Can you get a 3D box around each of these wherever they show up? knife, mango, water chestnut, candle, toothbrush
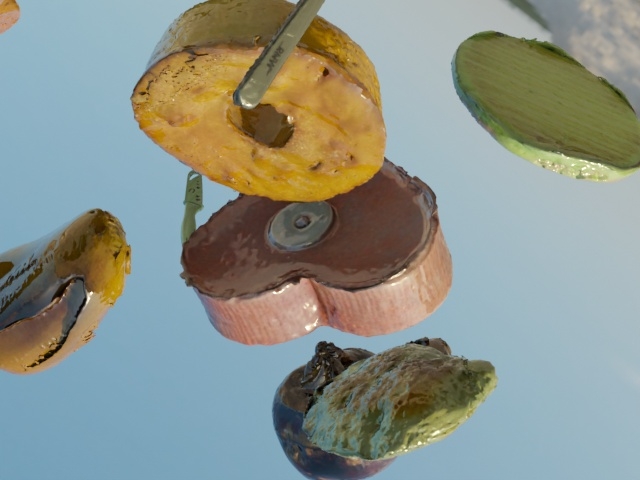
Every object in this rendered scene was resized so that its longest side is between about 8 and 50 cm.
[{"bbox_3d":[-0.181,-0.045,1.852,0.030,0.014,0.207,0,-144,-3],"label":"knife"},{"bbox_3d":[-0.317,0.058,1.529,0.156,0.249,0.151,53,-153,15],"label":"mango"},{"bbox_3d":[0.031,0.262,2.016,0.223,0.224,0.238,-123,13,-54],"label":"water chestnut"},{"bbox_3d":[0.000,0.000,1.601,0.131,0.317,0.287,69,-162,-46],"label":"candle"},{"bbox_3d":[0.005,-0.238,1.194,0.031,0.297,0.030,20,160,38],"label":"toothbrush"}]

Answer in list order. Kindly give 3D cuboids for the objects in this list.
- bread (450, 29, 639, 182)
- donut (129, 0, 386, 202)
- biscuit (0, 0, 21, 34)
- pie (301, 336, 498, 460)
[{"bbox_3d":[0.304,-0.183,1.753,0.301,0.045,0.301,18,-141,-15],"label":"bread"},{"bbox_3d":[-0.059,-0.158,1.409,0.278,0.277,0.108,30,-125,-30],"label":"donut"},{"bbox_3d":[-0.377,-0.206,1.249,0.036,0.165,0.250,60,-154,-1],"label":"biscuit"},{"bbox_3d":[0.101,0.219,1.755,0.274,0.257,0.105,-160,50,-71],"label":"pie"}]
